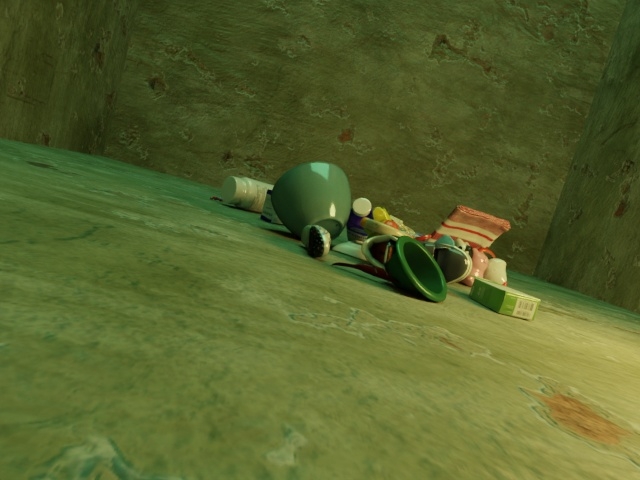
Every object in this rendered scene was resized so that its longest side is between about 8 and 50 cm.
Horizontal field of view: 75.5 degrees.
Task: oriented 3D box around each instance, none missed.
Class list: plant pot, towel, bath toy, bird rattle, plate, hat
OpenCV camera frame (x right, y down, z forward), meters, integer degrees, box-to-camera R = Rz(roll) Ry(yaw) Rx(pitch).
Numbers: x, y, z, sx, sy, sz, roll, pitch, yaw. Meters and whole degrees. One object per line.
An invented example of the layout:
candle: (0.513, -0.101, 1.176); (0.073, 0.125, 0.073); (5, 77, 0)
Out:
plant pot: (-0.012, -0.103, 1.454); (0.291, 0.290, 0.195); (12, 44, -36)
towel: (0.505, 0.017, 1.536); (0.237, 0.329, 0.037); (14, 44, -19)
bath toy: (0.537, 0.104, 1.479); (0.349, 0.151, 0.128); (19, 39, -27)
bird rattle: (0.240, -0.012, 1.390); (0.254, 0.143, 0.207); (36, 12, 39)
plate: (0.206, 0.050, 1.494); (0.278, 0.045, 0.277); (18, 5, 16)
hat: (0.182, 0.100, 1.040); (0.173, 0.184, 0.208); (-2, 59, -51)

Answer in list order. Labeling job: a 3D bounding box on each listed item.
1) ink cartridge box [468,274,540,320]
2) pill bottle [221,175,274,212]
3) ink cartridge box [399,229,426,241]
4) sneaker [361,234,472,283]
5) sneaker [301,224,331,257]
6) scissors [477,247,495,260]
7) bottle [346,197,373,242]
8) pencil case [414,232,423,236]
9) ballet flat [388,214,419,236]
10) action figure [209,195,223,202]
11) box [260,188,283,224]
ink cartridge box: (0.496, 0.155, 1.163); (0.109, 0.062, 0.209); (15, 5, -12)
pill bottle: (-0.345, -0.228, 2.087); (0.283, 0.160, 0.160); (11, 8, -46)
ink cartridge box: (0.286, 0.001, 1.791); (0.354, 0.119, 0.207); (19, 3, 24)
sneaker: (0.266, 0.055, 1.209); (0.321, 0.126, 0.128); (6, -7, 35)
sneaker: (0.000, 0.000, 1.194); (0.086, 0.085, 0.237); (10, 8, -12)
scissors: (0.672, 0.114, 1.613); (0.297, 0.109, 0.021); (30, 33, -31)
bottle: (0.158, -0.063, 1.581); (0.118, 0.092, 0.282); (16, -22, 12)
pencil case: (0.428, 0.012, 2.100); (0.120, 0.133, 0.306); (-11, 10, -12)
ballet flat: (0.374, -0.046, 1.916); (0.241, 0.077, 0.091); (43, -37, -7)
action figure: (-0.513, -0.212, 2.132); (0.115, 0.030, 0.038); (7, 4, -31)
box: (-0.186, -0.144, 1.815); (0.072, 0.137, 0.126); (18, 6, 33)
